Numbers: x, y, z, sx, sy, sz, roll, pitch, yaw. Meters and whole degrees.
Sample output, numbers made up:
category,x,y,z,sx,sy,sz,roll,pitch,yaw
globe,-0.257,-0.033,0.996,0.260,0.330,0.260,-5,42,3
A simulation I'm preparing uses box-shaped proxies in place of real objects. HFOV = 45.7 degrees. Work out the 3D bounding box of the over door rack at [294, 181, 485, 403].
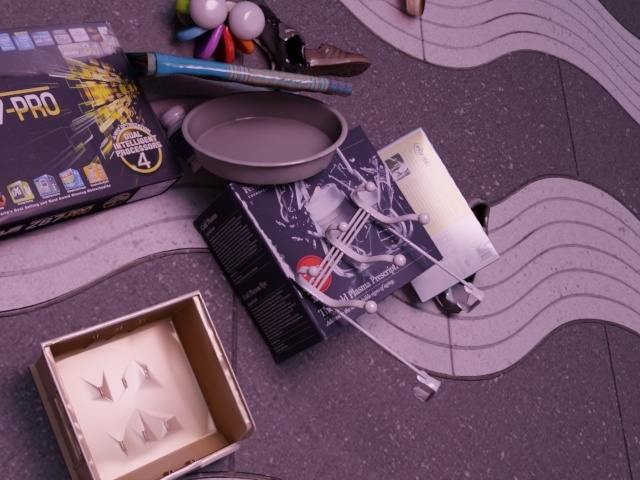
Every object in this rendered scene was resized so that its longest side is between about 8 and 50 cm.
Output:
category,x,y,z,sx,sy,sz,roll,pitch,yaw
over door rack,0.141,0.078,1.308,0.324,0.108,0.239,43,54,-10

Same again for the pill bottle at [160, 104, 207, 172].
category,x,y,z,sx,sy,sz,roll,pitch,yaw
pill bottle,-0.247,-0.192,1.432,0.067,0.067,0.120,-37,91,-37

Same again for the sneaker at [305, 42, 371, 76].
category,x,y,z,sx,sy,sz,roll,pitch,yaw
sneaker,0.030,-0.413,1.705,0.188,0.066,0.071,-9,73,-35

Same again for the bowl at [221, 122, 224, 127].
category,x,y,z,sx,sy,sz,roll,pitch,yaw
bowl,-0.111,-0.187,1.492,0.170,0.080,0.170,5,52,-7

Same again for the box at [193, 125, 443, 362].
category,x,y,z,sx,sy,sz,roll,pitch,yaw
box,0.000,0.000,1.432,0.343,0.179,0.312,-30,86,-38

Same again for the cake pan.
category,x,y,z,sx,sy,sz,roll,pitch,yaw
cake pan,-0.099,-0.185,1.358,0.293,0.054,0.293,2,34,-1

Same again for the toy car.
category,x,y,z,sx,sy,sz,roll,pitch,yaw
toy car,-0.210,-0.423,1.529,0.182,0.159,0.136,10,101,-29

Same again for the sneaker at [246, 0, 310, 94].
category,x,y,z,sx,sy,sz,roll,pitch,yaw
sneaker,-0.084,-0.431,1.616,0.078,0.106,0.234,-19,80,-37

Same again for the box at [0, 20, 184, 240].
category,x,y,z,sx,sy,sz,roll,pitch,yaw
box,-0.455,-0.187,1.241,0.395,0.097,0.318,-22,82,-47

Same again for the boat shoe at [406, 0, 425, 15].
category,x,y,z,sx,sy,sz,roll,pitch,yaw
boat shoe,0.210,-0.694,1.931,0.098,0.109,0.302,-6,68,8

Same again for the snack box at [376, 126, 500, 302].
category,x,y,z,sx,sy,sz,roll,pitch,yaw
snack box,0.210,-0.053,1.594,0.187,0.060,0.322,-30,84,1

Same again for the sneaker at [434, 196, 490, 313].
category,x,y,z,sx,sy,sz,roll,pitch,yaw
sneaker,0.306,0.025,1.650,0.100,0.108,0.272,21,70,-23

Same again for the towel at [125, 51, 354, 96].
category,x,y,z,sx,sy,sz,roll,pitch,yaw
towel,-0.158,-0.303,1.405,0.370,0.271,0.040,3,102,-23

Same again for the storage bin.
category,x,y,z,sx,sy,sz,roll,pitch,yaw
storage bin,-0.274,0.251,1.184,0.262,0.123,0.260,-18,79,-37
